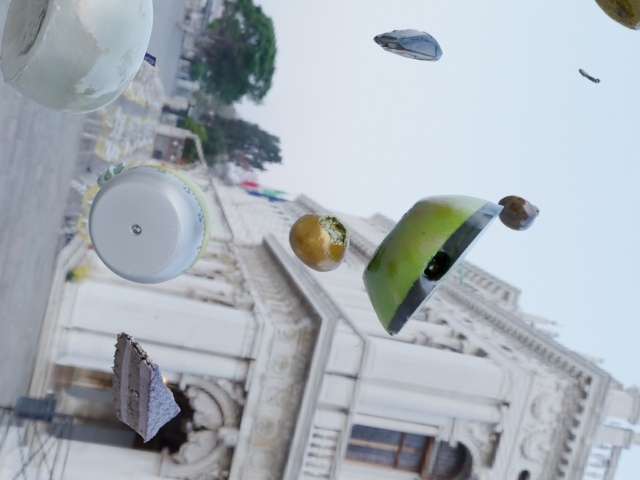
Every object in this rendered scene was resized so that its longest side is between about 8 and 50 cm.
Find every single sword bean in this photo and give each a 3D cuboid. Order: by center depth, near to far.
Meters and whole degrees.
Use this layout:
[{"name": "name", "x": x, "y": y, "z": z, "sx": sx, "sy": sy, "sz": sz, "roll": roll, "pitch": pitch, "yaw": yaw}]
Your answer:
[{"name": "sword bean", "x": 0.457, "y": -0.280, "z": 1.278, "sx": 0.083, "sy": 0.012, "sz": 0.012, "roll": -98, "pitch": -156, "yaw": -64}]

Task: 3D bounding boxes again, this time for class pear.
[{"name": "pear", "x": 0.236, "y": 0.027, "z": 1.765, "sx": 0.399, "sy": 0.165, "sz": 0.399, "roll": -48, "pitch": 169, "yaw": -12}]

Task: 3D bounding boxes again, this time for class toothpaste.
[{"name": "toothpaste", "x": -0.406, "y": -0.423, "z": 1.709, "sx": 0.015, "sy": 0.083, "sz": 0.024, "roll": -33, "pitch": 149, "yaw": -49}]

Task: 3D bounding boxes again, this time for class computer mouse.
[{"name": "computer mouse", "x": 0.211, "y": -0.463, "z": 1.751, "sx": 0.106, "sy": 0.192, "sz": 0.062, "roll": 21, "pitch": -79, "yaw": 54}]

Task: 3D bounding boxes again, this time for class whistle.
[{"name": "whistle", "x": -0.473, "y": -0.147, "z": 1.700, "sx": 0.100, "sy": 0.035, "sz": 0.035, "roll": -33, "pitch": -142, "yaw": 31}]

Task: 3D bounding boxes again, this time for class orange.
[{"name": "orange", "x": 0.000, "y": 0.000, "z": 1.824, "sx": 0.134, "sy": 0.155, "sz": 0.154, "roll": -49, "pitch": -162, "yaw": 7}]

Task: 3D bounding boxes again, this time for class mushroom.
[{"name": "mushroom", "x": 0.559, "y": -0.082, "z": 2.138, "sx": 0.087, "sy": 0.127, "sz": 0.127, "roll": -52, "pitch": -178, "yaw": -24}]

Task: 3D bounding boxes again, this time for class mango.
[{"name": "mango", "x": 0.758, "y": -0.682, "z": 1.892, "sx": 0.176, "sy": 0.329, "sz": 0.176, "roll": -36, "pitch": -174, "yaw": 40}]

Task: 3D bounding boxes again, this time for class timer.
[{"name": "timer", "x": -0.363, "y": -0.046, "z": 1.699, "sx": 0.285, "sy": 0.285, "sz": 0.285, "roll": -168, "pitch": -90, "yaw": -78}]

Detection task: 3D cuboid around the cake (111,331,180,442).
[{"name": "cake", "x": -0.340, "y": 0.277, "z": 1.464, "sx": 0.113, "sy": 0.116, "sz": 0.295, "roll": -36, "pitch": 156, "yaw": -31}]

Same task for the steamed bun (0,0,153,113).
[{"name": "steamed bun", "x": -0.423, "y": -0.381, "z": 1.340, "sx": 0.324, "sy": 0.206, "sz": 0.324, "roll": -20, "pitch": -117, "yaw": 46}]
